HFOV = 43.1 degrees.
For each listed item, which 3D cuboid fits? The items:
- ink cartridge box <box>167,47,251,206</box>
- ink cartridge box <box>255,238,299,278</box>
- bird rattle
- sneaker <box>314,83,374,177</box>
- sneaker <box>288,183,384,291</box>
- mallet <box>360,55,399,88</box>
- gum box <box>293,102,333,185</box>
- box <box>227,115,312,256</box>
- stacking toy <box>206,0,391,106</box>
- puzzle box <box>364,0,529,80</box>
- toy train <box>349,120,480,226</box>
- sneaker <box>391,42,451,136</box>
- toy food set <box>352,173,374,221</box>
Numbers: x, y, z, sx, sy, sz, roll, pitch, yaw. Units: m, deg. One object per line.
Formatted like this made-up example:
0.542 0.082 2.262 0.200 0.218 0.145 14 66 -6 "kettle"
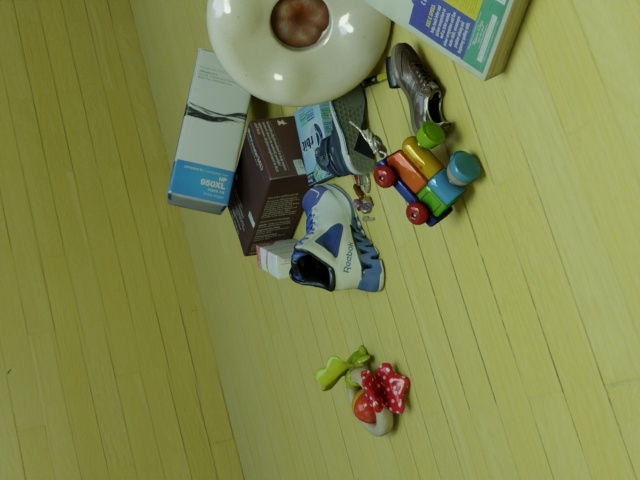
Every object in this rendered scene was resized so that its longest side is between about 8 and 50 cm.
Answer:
-0.300 -0.287 2.222 0.285 0.166 0.395 164 117 -79 "ink cartridge box"
-0.084 0.051 2.141 0.198 0.115 0.067 -156 59 -64 "ink cartridge box"
0.117 0.349 1.846 0.253 0.143 0.207 20 130 50 "bird rattle"
0.038 -0.247 1.756 0.163 0.086 0.226 178 83 -67 "sneaker"
0.000 0.001 1.829 0.127 0.182 0.315 103 148 -42 "sneaker"
0.118 -0.330 1.594 0.190 0.039 0.062 -153 56 -68 "mallet"
-0.003 -0.234 1.916 0.157 0.041 0.184 165 93 -68 "gum box"
-0.137 -0.135 2.163 0.381 0.143 0.191 116 139 -53 "box"
-0.057 -0.520 1.688 0.480 0.351 0.350 -100 12 -57 "stacking toy"
0.209 -0.470 1.169 0.272 0.052 0.409 42 141 26 "puzzle box"
0.158 -0.158 1.407 0.248 0.105 0.143 50 138 9 "toy train"
0.185 -0.272 1.438 0.071 0.066 0.188 -22 84 51 "sneaker"
0.089 -0.102 1.782 0.078 0.019 0.122 177 83 -68 "toy food set"
